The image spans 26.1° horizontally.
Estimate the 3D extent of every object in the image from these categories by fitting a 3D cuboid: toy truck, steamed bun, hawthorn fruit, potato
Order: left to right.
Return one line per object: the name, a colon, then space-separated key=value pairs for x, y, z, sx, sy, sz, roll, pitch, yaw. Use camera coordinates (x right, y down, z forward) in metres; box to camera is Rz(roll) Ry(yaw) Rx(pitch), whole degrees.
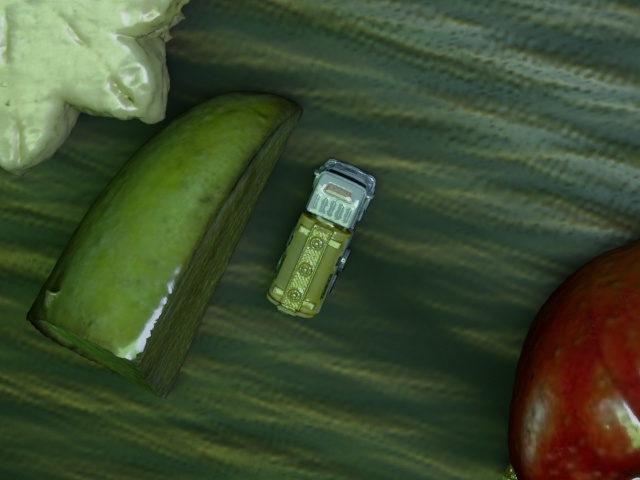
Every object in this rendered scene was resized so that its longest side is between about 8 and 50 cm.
steamed bun: x=-0.223 y=-0.201 z=1.067 sx=0.295 sy=0.137 sz=0.292 roll=-6 pitch=101 yaw=4
potato: x=-0.116 y=-0.018 z=1.089 sx=0.112 sy=0.269 sz=0.255 roll=28 pitch=78 yaw=2
toy truck: x=0.000 y=0.000 z=1.111 sx=0.052 sy=0.063 sz=0.123 roll=24 pitch=106 yaw=4
hawthorn fruit: x=0.257 y=0.133 z=0.978 sx=0.254 sy=0.300 sz=0.254 roll=3 pitch=106 yaw=10

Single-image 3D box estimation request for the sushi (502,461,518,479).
sushi: x=0.187 y=0.210 z=1.131 sx=0.118 sy=0.060 sz=0.061 roll=46 pitch=110 yaw=-2
